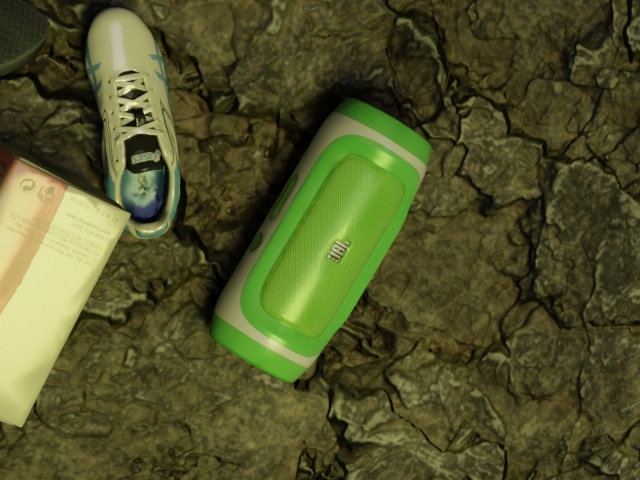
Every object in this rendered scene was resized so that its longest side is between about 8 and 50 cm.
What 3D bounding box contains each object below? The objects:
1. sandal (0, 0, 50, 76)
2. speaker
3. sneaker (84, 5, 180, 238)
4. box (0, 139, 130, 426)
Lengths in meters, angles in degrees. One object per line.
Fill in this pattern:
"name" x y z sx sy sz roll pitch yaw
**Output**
"sandal" -0.357 -0.159 1.174 0.097 0.054 0.254 45 49 5
"speaker" 0.000 0.000 1.385 0.131 0.131 0.296 31 89 -28
"sneaker" -0.183 -0.117 1.291 0.085 0.086 0.237 -13 107 -20
"box" -0.305 0.035 1.236 0.127 0.148 0.232 27 90 -28
